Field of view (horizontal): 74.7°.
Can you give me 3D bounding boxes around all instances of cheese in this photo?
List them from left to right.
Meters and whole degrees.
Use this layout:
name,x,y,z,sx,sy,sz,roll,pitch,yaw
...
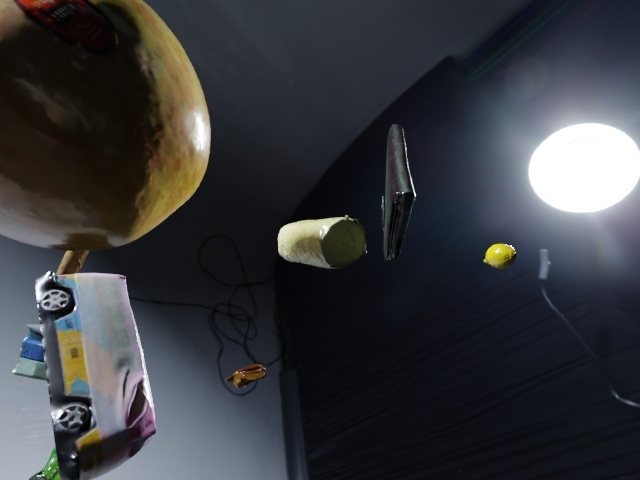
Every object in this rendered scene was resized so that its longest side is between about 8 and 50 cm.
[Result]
name,x,y,z,sx,sy,sz,roll,pitch,yaw
cheese,0.000,0.000,0.845,0.123,0.167,0.094,-26,107,-31

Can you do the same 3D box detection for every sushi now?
name,x,y,z,sx,sy,sz,roll,pitch,yaw
sushi,-0.203,0.375,1.162,0.052,0.055,0.120,54,26,18

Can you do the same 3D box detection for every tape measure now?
name,x,y,z,sx,sy,sz,roll,pitch,yaw
tape measure,-0.704,0.337,1.231,0.259,0.262,0.138,17,78,-10

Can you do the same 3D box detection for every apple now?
name,x,y,z,sx,sy,sz,roll,pitch,yaw
apple,-0.354,-0.171,0.608,0.391,0.391,0.346,-73,145,-56

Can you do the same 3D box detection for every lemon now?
name,x,y,z,sx,sy,sz,roll,pitch,yaw
lemon,0.461,0.041,1.080,0.065,0.092,0.065,11,68,-28

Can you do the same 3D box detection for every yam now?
name,x,y,z,sx,sy,sz,roll,pitch,yaw
yam,-0.654,0.059,1.109,0.057,0.057,0.241,29,77,-35

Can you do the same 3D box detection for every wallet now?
name,x,y,z,sx,sy,sz,roll,pitch,yaw
wallet,0.155,-0.108,0.879,0.045,0.172,0.318,5,38,4

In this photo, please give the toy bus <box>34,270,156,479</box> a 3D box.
name,x,y,z,sx,sy,sz,roll,pitch,yaw
toy bus,-0.429,0.243,0.804,0.162,0.171,0.386,-7,55,-34

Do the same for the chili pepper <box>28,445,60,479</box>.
name,x,y,z,sx,sy,sz,roll,pitch,yaw
chili pepper,-0.682,0.610,1.193,0.167,0.213,0.385,29,3,-8
